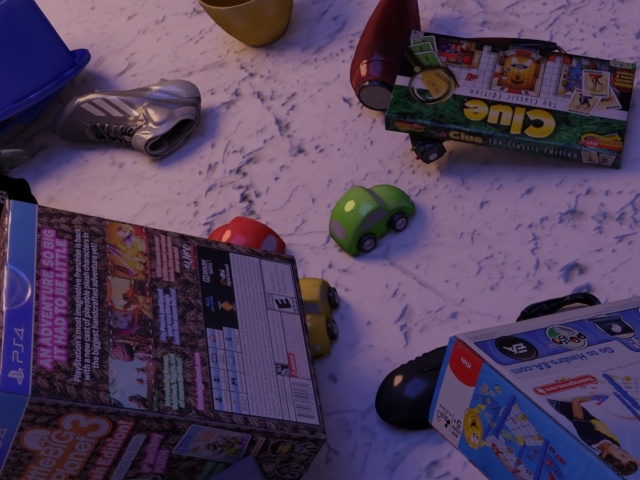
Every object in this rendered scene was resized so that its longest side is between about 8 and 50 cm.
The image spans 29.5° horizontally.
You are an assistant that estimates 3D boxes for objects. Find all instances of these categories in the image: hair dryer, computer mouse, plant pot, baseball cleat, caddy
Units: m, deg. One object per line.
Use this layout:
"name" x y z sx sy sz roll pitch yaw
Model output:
"hair dryer" 0.146 -0.216 1.467 0.224 0.080 0.293 -25 55 -12
"computer mouse" 0.161 0.108 1.168 0.242 0.041 0.071 -28 44 -5
"plant pot" -0.090 -0.319 1.632 0.134 0.095 0.134 -12 46 13
"baseball cleat" -0.253 -0.148 1.559 0.206 0.072 0.109 -15 51 14
"caddy" -0.478 -0.203 1.634 0.341 0.179 0.241 -28 21 -4

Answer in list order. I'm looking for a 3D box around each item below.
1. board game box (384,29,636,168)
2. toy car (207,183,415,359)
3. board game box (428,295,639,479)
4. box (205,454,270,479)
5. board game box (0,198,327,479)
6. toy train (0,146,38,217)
"board game box" 0.212 -0.160 1.352 0.260 0.030 0.136 10 60 11
"toy car" 0.000 0.000 1.326 0.225 0.053 0.239 -35 46 -10
"board game box" 0.295 0.162 0.920 0.308 0.086 0.302 -7 34 -35
"box" -0.113 0.326 1.005 0.247 0.142 0.163 -30 44 -5
"board game box" -0.166 0.114 1.120 0.291 0.141 0.232 12 40 -21
"toy train" -0.439 -0.029 1.378 0.190 0.334 0.142 -18 87 7
